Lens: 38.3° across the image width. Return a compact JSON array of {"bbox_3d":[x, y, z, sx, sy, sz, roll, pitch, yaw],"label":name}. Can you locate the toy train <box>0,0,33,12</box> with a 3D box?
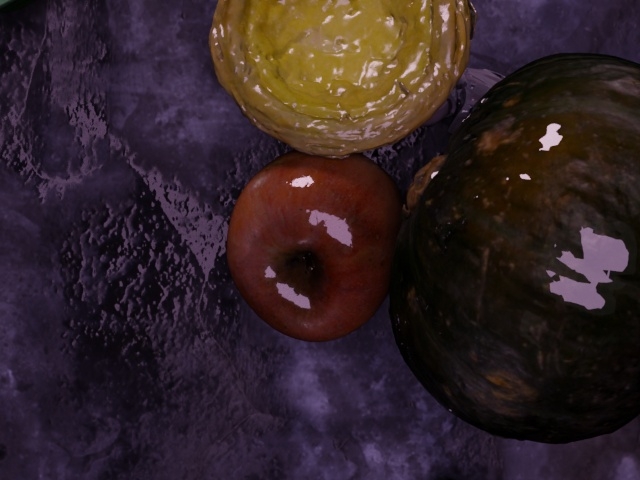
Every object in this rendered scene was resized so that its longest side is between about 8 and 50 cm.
[{"bbox_3d":[-0.396,-0.415,1.166,0.188,0.132,0.243,-24,106,7],"label":"toy train"}]

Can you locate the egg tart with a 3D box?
[{"bbox_3d":[0.028,-0.260,1.182,0.345,0.132,0.346,-2,76,7],"label":"egg tart"}]

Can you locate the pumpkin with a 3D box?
[{"bbox_3d":[0.259,0.007,1.045,0.343,0.454,0.455,22,96,6],"label":"pumpkin"}]

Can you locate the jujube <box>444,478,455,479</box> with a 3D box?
[{"bbox_3d":[0.253,0.462,1.291,0.290,0.197,0.197,39,94,8],"label":"jujube"}]

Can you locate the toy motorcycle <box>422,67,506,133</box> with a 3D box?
[{"bbox_3d":[0.232,-0.181,1.256,0.254,0.112,0.113,14,97,-3],"label":"toy motorcycle"}]

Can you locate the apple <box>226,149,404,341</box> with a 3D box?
[{"bbox_3d":[0.000,0.000,1.208,0.253,0.253,0.254,0,97,-3],"label":"apple"}]
